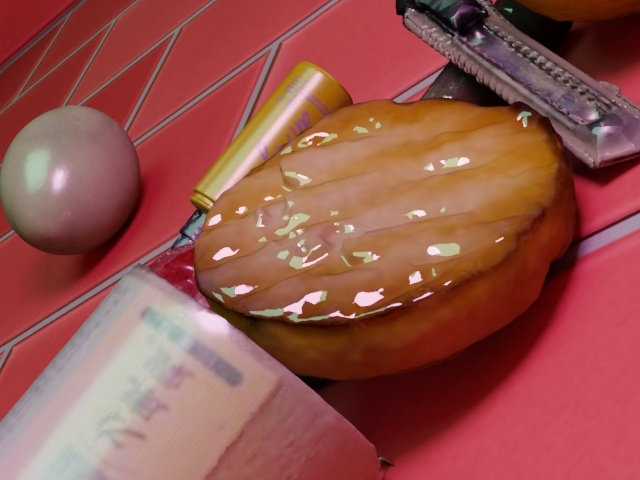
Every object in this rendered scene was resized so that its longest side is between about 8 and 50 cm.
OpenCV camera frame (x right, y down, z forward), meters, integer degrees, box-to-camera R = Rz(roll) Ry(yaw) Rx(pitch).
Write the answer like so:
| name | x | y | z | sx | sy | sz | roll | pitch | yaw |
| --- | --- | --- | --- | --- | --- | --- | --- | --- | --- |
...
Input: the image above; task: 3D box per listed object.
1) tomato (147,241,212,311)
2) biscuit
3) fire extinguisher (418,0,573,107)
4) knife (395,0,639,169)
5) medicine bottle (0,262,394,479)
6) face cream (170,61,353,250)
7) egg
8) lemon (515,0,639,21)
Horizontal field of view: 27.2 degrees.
| name | x | y | z | sx | sy | sz | roll | pitch | yaw |
| --- | --- | --- | --- | --- | --- | --- | --- | --- | --- |
| tomato | -0.067 | 0.072 | 1.146 | 0.189 | 0.099 | 0.173 | 15 | 34 | 41 |
| biscuit | 0.050 | -0.003 | 1.005 | 0.296 | 0.102 | 0.296 | -14 | 32 | 9 |
| fire extinguisher | 0.116 | -0.120 | 1.185 | 0.267 | 0.089 | 0.072 | -52 | -9 | -13 |
| knife | 0.159 | -0.161 | 1.107 | 0.089 | 0.043 | 0.365 | -41 | 41 | 2 |
| medicine bottle | -0.165 | 0.242 | 0.890 | 0.406 | 0.236 | 0.236 | -51 | 23 | -12 |
| face cream | -0.077 | -0.064 | 1.397 | 0.273 | 0.078 | 0.078 | -51 | 23 | -9 |
| egg | -0.340 | -0.081 | 1.801 | 0.186 | 0.186 | 0.253 | -37 | 22 | 23 |
| lemon | 0.230 | -0.311 | 1.092 | 0.267 | 0.267 | 0.267 | -38 | 24 | 21 |
